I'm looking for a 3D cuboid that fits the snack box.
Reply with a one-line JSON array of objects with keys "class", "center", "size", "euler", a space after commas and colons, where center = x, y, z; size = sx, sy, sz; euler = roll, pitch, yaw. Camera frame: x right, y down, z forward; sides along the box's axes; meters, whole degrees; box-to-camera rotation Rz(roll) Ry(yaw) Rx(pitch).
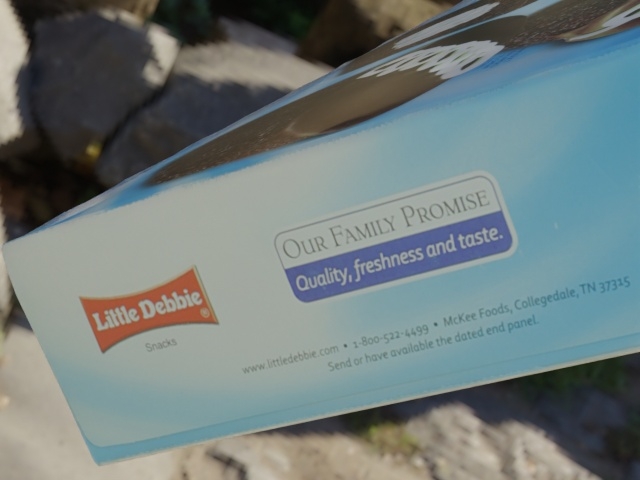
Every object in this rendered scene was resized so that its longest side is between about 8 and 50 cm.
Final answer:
[{"class": "snack box", "center": [0.090, -0.047, 0.473], "size": [0.322, 0.187, 0.060], "euler": [-35, 106, -56]}]
